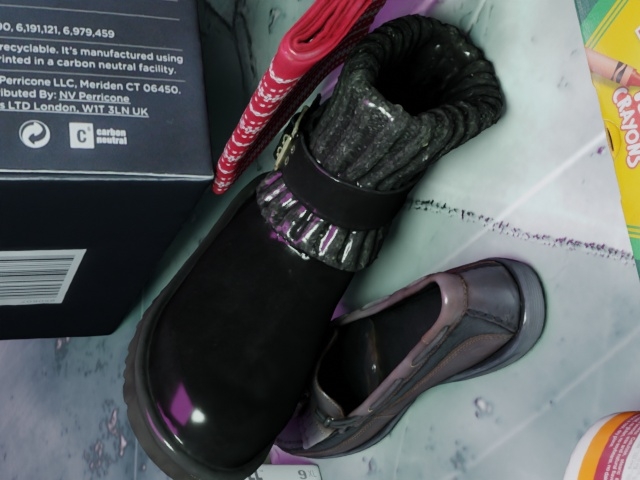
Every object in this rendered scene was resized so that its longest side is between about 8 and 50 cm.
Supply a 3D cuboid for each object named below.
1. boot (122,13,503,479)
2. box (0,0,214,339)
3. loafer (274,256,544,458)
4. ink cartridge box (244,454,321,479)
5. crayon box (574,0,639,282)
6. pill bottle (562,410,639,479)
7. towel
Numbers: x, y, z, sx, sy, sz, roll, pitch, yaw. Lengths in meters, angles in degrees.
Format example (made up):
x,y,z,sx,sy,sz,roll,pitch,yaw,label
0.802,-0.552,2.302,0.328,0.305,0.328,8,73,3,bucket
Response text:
x,y,z,sx,sy,sz,roll,pitch,yaw,label
-0.003,-0.003,0.874,0.260,0.131,0.348,-41,21,40,boot
-0.314,-0.186,1.153,0.480,0.297,0.472,135,130,-62,box
0.036,0.091,0.929,0.302,0.095,0.109,-35,57,41,loafer
-0.048,0.243,0.994,0.062,0.109,0.209,-40,54,38,ink cartridge box
0.258,-0.084,0.703,0.165,0.081,0.279,-29,62,45,crayon box
0.250,0.152,0.638,0.221,0.121,0.121,-9,76,49,pill bottle
0.005,-0.145,0.887,0.199,0.031,0.275,-51,1,-22,towel
